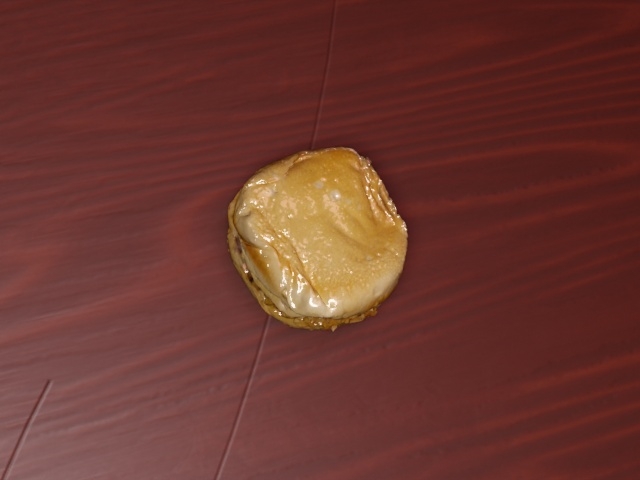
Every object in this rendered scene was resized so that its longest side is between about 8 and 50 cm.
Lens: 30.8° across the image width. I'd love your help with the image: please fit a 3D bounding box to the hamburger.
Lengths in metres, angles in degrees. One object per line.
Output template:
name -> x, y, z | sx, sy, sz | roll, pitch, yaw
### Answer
hamburger -> -0.001, 0.001, 1.321 | 0.213, 0.108, 0.214 | 4, 73, -15
